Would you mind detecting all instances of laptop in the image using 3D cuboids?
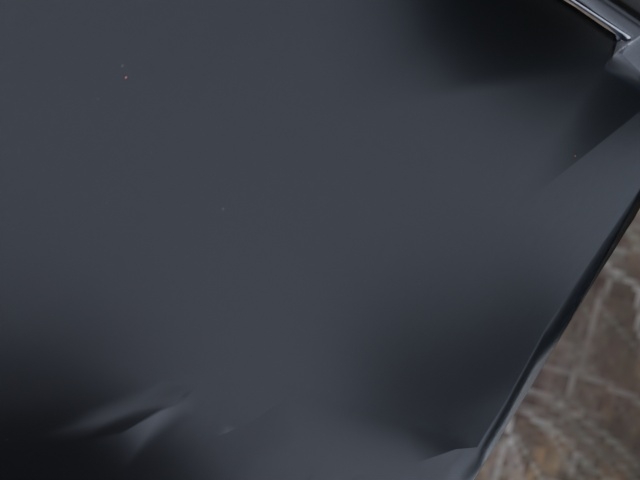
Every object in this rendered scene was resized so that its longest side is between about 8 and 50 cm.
[{"bbox_3d":[-0.070,-0.106,0.591,0.236,0.408,0.382,-33,142,32],"label":"laptop"}]
